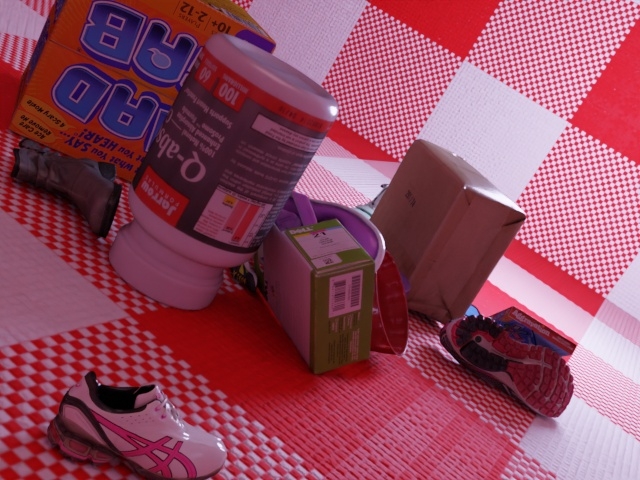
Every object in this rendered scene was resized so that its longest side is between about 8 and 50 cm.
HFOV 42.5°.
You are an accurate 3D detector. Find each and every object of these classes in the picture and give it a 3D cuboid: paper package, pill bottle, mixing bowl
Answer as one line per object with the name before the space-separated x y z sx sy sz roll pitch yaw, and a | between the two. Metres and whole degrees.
paper package | 0.250 -0.022 1.809 0.168 0.309 0.325 22 17 -23
pill bottle | -0.148 -0.092 1.187 0.210 0.363 0.210 29 15 -9
mixing bowl | 0.079 0.112 1.405 0.098 0.181 0.181 -10 4 19

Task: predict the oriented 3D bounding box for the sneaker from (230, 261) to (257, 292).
sneaker | -0.132 0.060 1.383 0.035 0.031 0.083 -6 38 -25

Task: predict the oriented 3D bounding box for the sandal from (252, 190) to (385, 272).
sandal | -0.073 -0.025 1.420 0.416 0.169 0.102 26 -5 40

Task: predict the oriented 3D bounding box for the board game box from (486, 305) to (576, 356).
board game box | 0.412 0.201 1.708 0.145 0.027 0.281 31 -13 2

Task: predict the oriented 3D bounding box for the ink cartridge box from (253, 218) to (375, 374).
ink cartridge box | -0.020 0.051 1.278 0.097 0.188 0.255 -13 36 -21

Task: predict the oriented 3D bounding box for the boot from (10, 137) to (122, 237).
boot | -0.397 -0.083 1.264 0.161 0.083 0.246 16 15 -24

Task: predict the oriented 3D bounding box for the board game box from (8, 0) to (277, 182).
board game box | -0.354 -0.348 1.607 0.356 0.356 0.356 23 17 -25

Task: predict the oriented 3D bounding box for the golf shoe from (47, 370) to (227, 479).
golf shoe | -0.166 0.187 0.814 0.186 0.086 0.067 23 16 -30

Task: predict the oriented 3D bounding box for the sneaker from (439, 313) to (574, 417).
sneaker | 0.369 0.238 1.612 0.299 0.121 0.112 36 -16 -10

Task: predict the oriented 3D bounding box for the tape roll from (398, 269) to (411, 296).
tape roll | 0.078 0.076 1.618 0.189 0.080 0.189 29 15 -9

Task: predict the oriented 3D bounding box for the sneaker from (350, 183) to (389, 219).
sneaker | 0.125 -0.082 2.062 0.094 0.151 0.256 39 18 21

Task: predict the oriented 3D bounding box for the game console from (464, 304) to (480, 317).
game console | 0.352 0.131 1.957 0.085 0.124 0.144 3 18 -2
